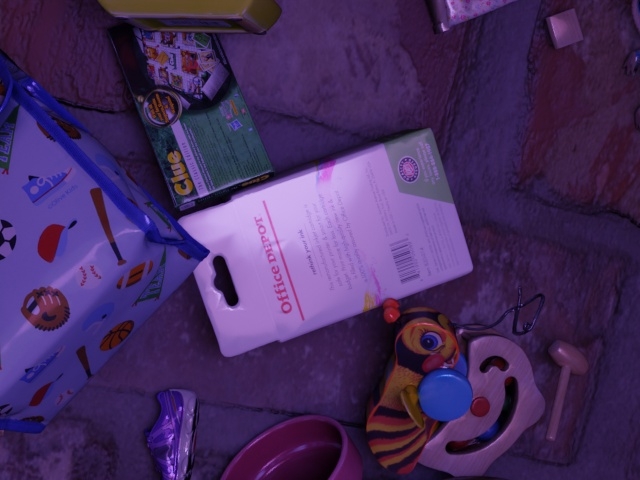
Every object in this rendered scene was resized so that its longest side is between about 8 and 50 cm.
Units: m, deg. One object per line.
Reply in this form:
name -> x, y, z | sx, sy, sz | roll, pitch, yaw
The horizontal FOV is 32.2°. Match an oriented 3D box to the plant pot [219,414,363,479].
plant pot -> -0.013, 0.365, 1.482 | 0.201, 0.201, 0.180 | -34, 117, -6

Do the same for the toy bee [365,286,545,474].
toy bee -> 0.129, 0.151, 1.449 | 0.162, 0.195, 0.298 | 32, 87, -9

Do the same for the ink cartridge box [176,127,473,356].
ink cartridge box -> 0.000, 0.000, 1.475 | 0.353, 0.119, 0.207 | -19, 99, -9

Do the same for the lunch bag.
lunch bag -> -0.393, -0.015, 1.325 | 0.328, 0.239, 0.385 | -45, 72, 0

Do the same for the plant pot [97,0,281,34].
plant pot -> -0.153, -0.360, 1.332 | 0.228, 0.227, 0.207 | 2, 94, 6

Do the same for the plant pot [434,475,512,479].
plant pot -> 0.195, 0.471, 1.445 | 0.323, 0.323, 0.280 | -8, 96, -10

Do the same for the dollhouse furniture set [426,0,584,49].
dollhouse furniture set -> 0.181, -0.385, 1.447 | 0.303, 0.174, 0.355 | -22, 99, -8

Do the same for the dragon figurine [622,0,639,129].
dragon figurine -> 0.517, -0.236, 1.571 | 0.144, 0.085, 0.289 | -16, 99, -9

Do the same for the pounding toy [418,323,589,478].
pounding toy -> 0.233, 0.214, 1.522 | 0.269, 0.155, 0.154 | -45, 104, -2

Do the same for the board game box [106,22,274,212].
board game box -> -0.168, -0.177, 1.426 | 0.136, 0.030, 0.260 | -20, 77, -10

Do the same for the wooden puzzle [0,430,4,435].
wooden puzzle -> -0.415, 0.220, 1.472 | 0.049, 0.006, 0.083 | 26, 90, -12

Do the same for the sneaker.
sneaker -> -0.206, 0.284, 1.501 | 0.071, 0.068, 0.170 | 6, 86, 4
